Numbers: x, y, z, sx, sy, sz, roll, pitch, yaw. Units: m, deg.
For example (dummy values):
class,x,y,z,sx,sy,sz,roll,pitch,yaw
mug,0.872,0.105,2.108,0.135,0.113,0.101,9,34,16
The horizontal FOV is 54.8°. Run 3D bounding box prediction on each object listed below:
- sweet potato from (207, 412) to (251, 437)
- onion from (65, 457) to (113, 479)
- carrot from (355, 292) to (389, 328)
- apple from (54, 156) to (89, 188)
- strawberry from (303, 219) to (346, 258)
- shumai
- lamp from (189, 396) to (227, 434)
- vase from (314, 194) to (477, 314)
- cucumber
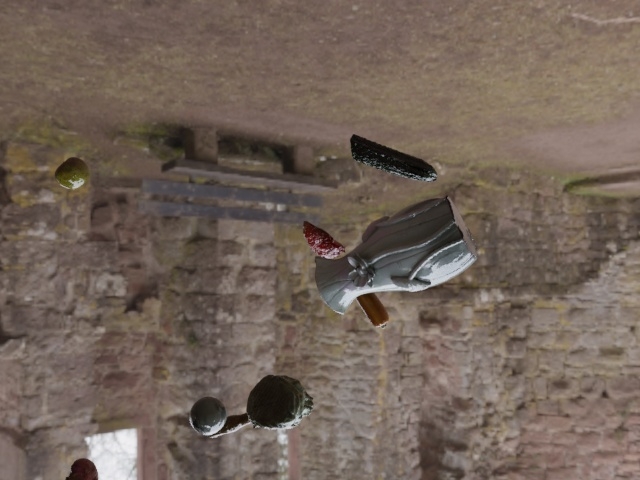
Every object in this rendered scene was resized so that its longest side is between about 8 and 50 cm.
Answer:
class,x,y,z,sx,sy,sz,roll,pitch,yaw
sweet potato,-0.327,0.684,2.315,0.273,0.067,0.067,-26,170,16
onion,-0.647,0.691,1.739,0.140,0.150,0.150,4,177,-6
carrot,0.144,0.182,1.968,0.067,0.225,0.067,-35,173,-5
apple,-0.664,-0.179,1.651,0.089,0.074,0.089,-28,-154,15
strawberry,0.000,0.000,1.906,0.146,0.082,0.187,21,166,44
shumai,-0.115,0.485,1.804,0.184,0.184,0.142,-2,145,37
lamp,-0.312,0.487,1.717,0.105,0.105,0.105,-1,178,0
vase,0.199,0.052,1.723,0.445,0.250,0.250,-25,169,20
cucumber,0.205,-0.225,1.740,0.265,0.077,0.077,20,180,6
